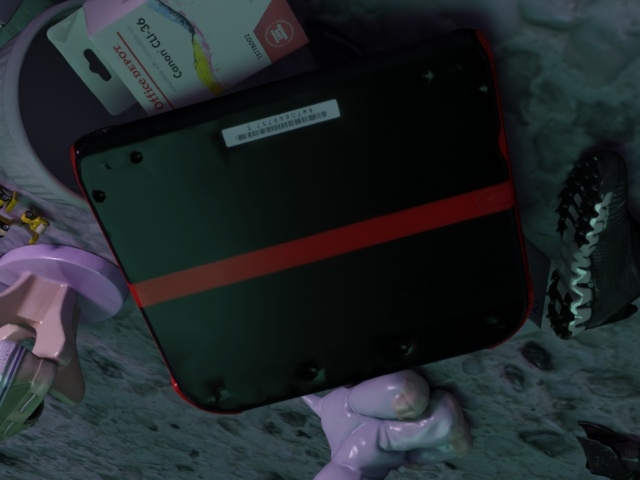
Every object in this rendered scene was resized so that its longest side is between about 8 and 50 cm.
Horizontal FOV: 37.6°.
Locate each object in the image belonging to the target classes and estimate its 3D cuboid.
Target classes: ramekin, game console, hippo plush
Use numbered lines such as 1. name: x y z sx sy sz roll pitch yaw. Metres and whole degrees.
1. ramekin: -0.234 -0.128 0.933 0.109 0.207 0.207 -3 142 45
2. game console: 0.000 0.000 0.904 0.386 0.060 0.342 -15 120 4
3. hippo plush: 0.076 0.331 1.401 0.294 0.236 0.234 25 147 -7

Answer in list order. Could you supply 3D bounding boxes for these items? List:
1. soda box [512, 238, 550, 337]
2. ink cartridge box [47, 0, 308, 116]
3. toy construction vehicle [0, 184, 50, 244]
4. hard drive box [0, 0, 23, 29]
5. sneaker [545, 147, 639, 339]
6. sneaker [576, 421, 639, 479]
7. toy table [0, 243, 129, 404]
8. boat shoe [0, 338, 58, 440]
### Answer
1. soda box: 0.123 -0.004 1.015 0.286 0.098 0.091 37 141 -26
2. ink cartridge box: -0.126 -0.180 0.827 0.198 0.067 0.115 -30 132 6
3. toy construction vehicle: -0.431 -0.038 1.322 0.098 0.035 0.086 29 135 -19
4. hard drive box: -0.421 -0.262 0.932 0.232 0.089 0.181 -13 135 41
5. sneaker: 0.297 0.002 0.960 0.106 0.078 0.234 -7 129 -6
6. sneaker: 0.435 0.329 1.387 0.089 0.051 0.170 0 137 28
7. toy table: -0.430 0.121 1.432 0.252 0.161 0.274 37 144 -25
8. boat shoe: -0.457 0.244 1.383 0.094 0.109 0.302 25 145 -10
